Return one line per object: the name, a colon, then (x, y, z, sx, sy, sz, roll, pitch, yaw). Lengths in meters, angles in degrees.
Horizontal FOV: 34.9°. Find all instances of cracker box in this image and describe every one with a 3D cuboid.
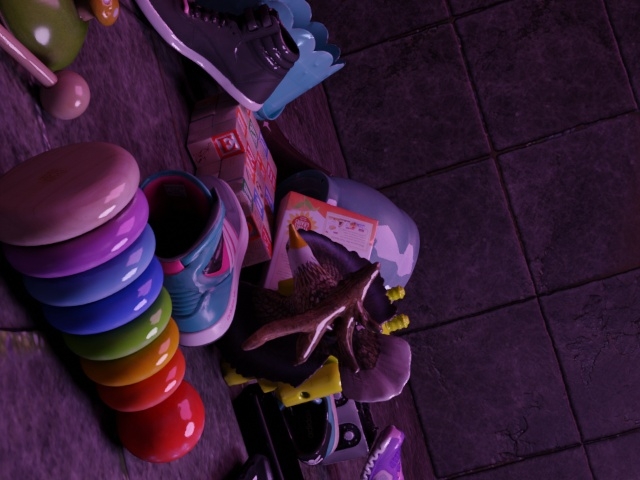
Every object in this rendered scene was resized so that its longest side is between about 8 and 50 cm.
cracker box: (-0.014, 0.057, 1.621, 0.067, 0.155, 0.232, 145, -38, -70)

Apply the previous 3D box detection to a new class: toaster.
toaster: (0.033, 0.306, 1.877, 0.185, 0.110, 0.168, -17, 92, -80)

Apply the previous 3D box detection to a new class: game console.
game console: (-0.083, 0.323, 1.383, 0.361, 0.043, 0.213, -29, 101, -82)

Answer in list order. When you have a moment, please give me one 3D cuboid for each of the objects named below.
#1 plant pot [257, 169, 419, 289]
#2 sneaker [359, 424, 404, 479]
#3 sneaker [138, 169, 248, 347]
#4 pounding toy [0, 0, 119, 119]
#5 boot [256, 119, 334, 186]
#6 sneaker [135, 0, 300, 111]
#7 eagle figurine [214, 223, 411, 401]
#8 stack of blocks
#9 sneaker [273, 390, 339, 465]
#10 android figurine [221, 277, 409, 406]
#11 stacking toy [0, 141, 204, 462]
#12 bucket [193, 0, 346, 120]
plant pot: (0.000, 0.000, 1.797, 0.196, 0.293, 0.293, 45, 24, -35)
sneaker: (0.121, 0.442, 1.840, 0.095, 0.104, 0.236, -44, 153, -61)
sneaker: (-0.168, -0.030, 1.288, 0.296, 0.123, 0.178, -94, 174, -49)
pounding toy: (-0.274, -0.266, 1.091, 0.183, 0.110, 0.237, 62, 14, -50)
boot: (-0.052, -0.161, 1.960, 0.090, 0.206, 0.248, -45, 139, -27)
sneaker: (-0.154, -0.344, 1.604, 0.295, 0.147, 0.105, 38, 23, -30)
eagle figurine: (-0.009, 0.083, 1.337, 0.298, 0.226, 0.225, 163, -61, -75)
stack of blocks: (-0.143, -0.104, 1.642, 0.297, 0.087, 0.171, -92, 162, -58)
sneaker: (-0.034, 0.213, 1.655, 0.121, 0.108, 0.302, 30, 45, -83)
android figurine: (-0.008, 0.126, 1.454, 0.248, 0.272, 0.056, -96, 166, -54)
stacking toy: (-0.192, 0.081, 0.956, 0.141, 0.141, 0.330, -91, 168, -59)
bucket: (-0.106, -0.360, 1.812, 0.281, 0.183, 0.281, 48, 15, -18)
